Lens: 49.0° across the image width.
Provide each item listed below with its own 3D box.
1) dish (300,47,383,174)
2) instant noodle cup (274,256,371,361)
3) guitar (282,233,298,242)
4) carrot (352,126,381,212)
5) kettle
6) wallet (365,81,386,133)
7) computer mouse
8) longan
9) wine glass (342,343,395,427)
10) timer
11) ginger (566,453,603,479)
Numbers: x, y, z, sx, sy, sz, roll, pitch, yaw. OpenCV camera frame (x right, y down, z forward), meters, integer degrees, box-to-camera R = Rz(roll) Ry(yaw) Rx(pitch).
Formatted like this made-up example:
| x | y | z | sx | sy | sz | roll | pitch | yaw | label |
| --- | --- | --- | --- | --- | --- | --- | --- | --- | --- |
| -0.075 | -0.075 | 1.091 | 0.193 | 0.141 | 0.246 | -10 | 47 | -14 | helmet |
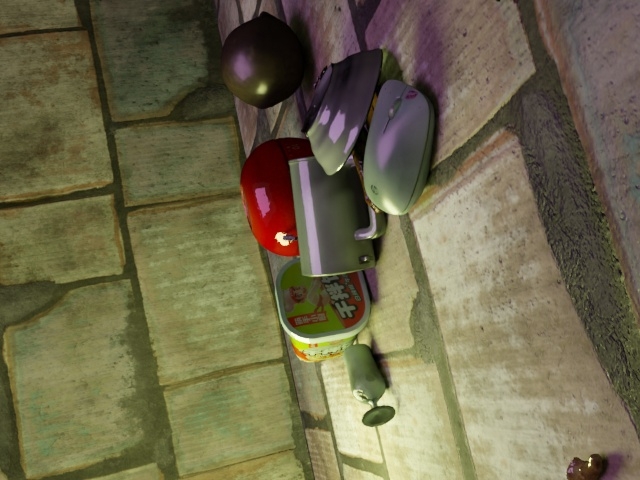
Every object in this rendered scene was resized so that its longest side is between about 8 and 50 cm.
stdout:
| x | y | z | sx | sy | sz | roll | pitch | yaw | label |
| --- | --- | --- | --- | --- | --- | --- | --- | --- | --- |
| 0.035 | -0.313 | 1.625 | 0.316 | 0.106 | 0.316 | -160 | 90 | -77 | dish |
| 0.005 | 0.223 | 2.124 | 0.308 | 0.294 | 0.294 | 91 | 163 | -62 | instant noodle cup |
| 0.000 | 0.000 | 2.043 | 0.025 | 0.233 | 0.088 | -6 | -81 | -72 | guitar |
| 0.116 | -0.180 | 1.710 | 0.069 | 0.069 | 0.229 | 143 | 108 | -74 | carrot |
| 0.038 | -0.073 | 1.865 | 0.265 | 0.205 | 0.318 | -170 | 73 | -78 | kettle |
| 0.151 | -0.250 | 1.625 | 0.161 | 0.042 | 0.195 | 107 | 148 | -70 | wallet |
| 0.150 | -0.185 | 1.469 | 0.159 | 0.097 | 0.288 | 41 | 141 | 40 | computer mouse |
| -0.188 | -0.578 | 2.252 | 0.350 | 0.288 | 0.288 | -105 | 12 | -57 | longan |
| 0.133 | 0.411 | 2.023 | 0.231 | 0.103 | 0.103 | -111 | 18 | -44 | wine glass |
| -0.104 | -0.136 | 2.224 | 0.378 | 0.279 | 0.378 | 167 | 90 | -78 | timer |
| 0.403 | 0.350 | 1.069 | 0.048 | 0.030 | 0.097 | 29 | 137 | 36 | ginger |
